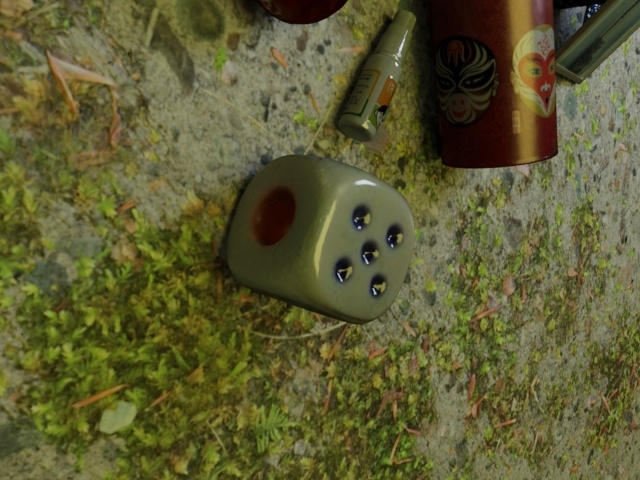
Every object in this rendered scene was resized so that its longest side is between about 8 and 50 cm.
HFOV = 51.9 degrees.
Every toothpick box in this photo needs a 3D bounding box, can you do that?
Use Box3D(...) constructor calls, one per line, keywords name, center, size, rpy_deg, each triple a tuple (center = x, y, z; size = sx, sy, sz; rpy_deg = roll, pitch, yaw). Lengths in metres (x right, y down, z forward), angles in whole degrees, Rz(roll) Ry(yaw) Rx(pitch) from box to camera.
Box3D(name="toothpick box", center=(0.293, -0.304, 1.116), size=(0.204, 0.204, 0.333), rpy_deg=(-20, 110, -39))

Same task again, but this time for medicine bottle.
Box3D(name="medicine bottle", center=(0.101, -0.258, 1.052), size=(0.220, 0.061, 0.092), rpy_deg=(-66, 155, -12))

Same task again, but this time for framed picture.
Box3D(name="framed picture", center=(0.610, -0.450, 1.354), size=(0.213, 0.016, 0.289), rpy_deg=(-1, 141, -52))

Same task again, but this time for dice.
Box3D(name="dice", center=(0.000, 0.000, 0.905), size=(0.192, 0.193, 0.194), rpy_deg=(25, 79, -43))

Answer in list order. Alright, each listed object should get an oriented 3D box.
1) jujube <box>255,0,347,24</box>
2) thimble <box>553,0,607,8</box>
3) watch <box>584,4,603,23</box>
Box3D(name="jujube", center=(-0.029, -0.392, 0.818), size=(0.168, 0.168, 0.236), rpy_deg=(-45, 149, -28))
Box3D(name="thimble", center=(0.537, -0.592, 1.327), size=(0.237, 0.150, 0.237), rpy_deg=(-10, 106, -40))
Box3D(name="watch", center=(0.679, -0.639, 1.446), size=(0.068, 0.276, 0.274), rpy_deg=(10, 63, -21))
